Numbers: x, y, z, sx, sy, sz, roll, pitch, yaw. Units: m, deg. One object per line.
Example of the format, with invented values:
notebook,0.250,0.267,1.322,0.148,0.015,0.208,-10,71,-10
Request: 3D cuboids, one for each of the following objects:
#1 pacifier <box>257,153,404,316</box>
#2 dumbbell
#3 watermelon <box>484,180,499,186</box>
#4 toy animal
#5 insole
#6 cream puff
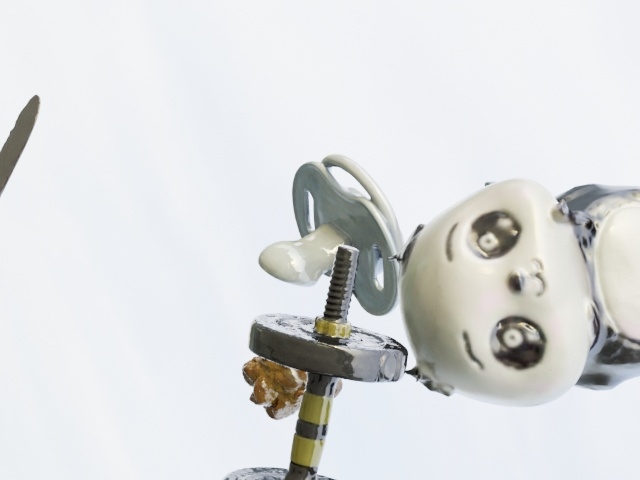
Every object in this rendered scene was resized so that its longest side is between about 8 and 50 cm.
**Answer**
pacifier,0.000,0.000,2.221,0.279,0.207,0.227,40,-34,45
dumbbell,-0.007,0.164,1.351,0.143,0.143,0.325,20,-80,61
watermelon,0.256,0.048,2.185,0.129,0.123,0.301,131,-31,-73
toy animal,0.232,0.061,1.660,0.251,0.310,0.251,177,-90,-68
insole,-0.409,-0.030,1.839,0.328,0.007,0.111,-60,-152,13
cream puff,-0.031,0.150,1.764,0.116,0.122,0.094,37,-42,-1
